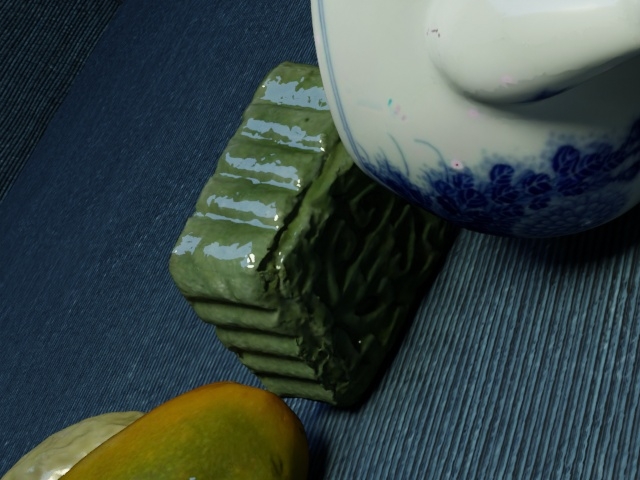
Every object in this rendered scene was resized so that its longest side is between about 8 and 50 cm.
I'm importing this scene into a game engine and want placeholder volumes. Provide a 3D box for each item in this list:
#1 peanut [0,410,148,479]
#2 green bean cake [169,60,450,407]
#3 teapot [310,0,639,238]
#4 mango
[{"bbox_3d":[-0.207,0.252,1.032,0.313,0.152,0.152,-53,20,-1],"label":"peanut"},{"bbox_3d":[0.000,0.000,0.938,0.094,0.183,0.185,12,61,34],"label":"green bean cake"},{"bbox_3d":[0.147,-0.132,0.795,0.280,0.252,0.424,-9,10,15],"label":"teapot"},{"bbox_3d":[-0.129,0.200,0.898,0.289,0.129,0.146,-30,35,-17],"label":"mango"}]
